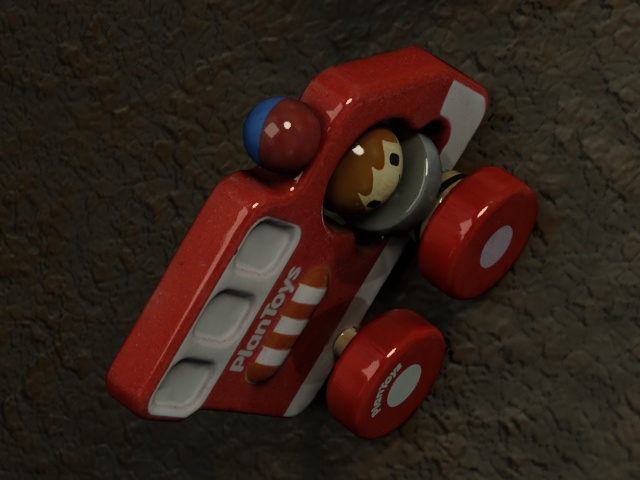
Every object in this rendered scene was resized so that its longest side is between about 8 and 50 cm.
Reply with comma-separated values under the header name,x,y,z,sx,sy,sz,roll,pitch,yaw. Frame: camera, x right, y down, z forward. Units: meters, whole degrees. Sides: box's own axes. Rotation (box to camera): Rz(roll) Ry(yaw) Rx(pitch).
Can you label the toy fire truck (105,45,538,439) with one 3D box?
name,x,y,z,sx,sy,sz,roll,pitch,yaw
toy fire truck,0.000,0.000,1.081,0.169,0.254,0.302,37,101,28
